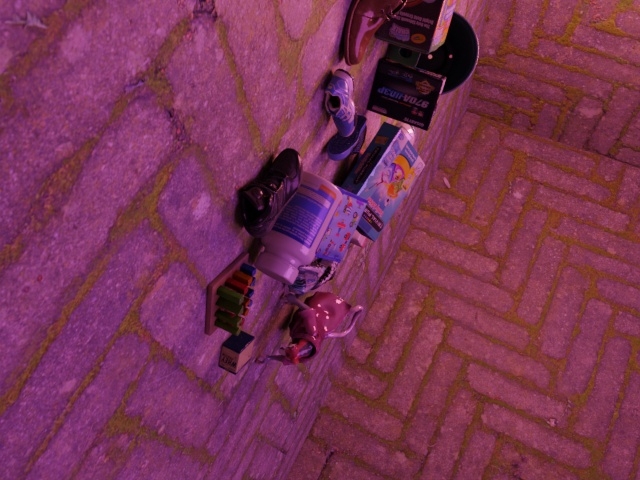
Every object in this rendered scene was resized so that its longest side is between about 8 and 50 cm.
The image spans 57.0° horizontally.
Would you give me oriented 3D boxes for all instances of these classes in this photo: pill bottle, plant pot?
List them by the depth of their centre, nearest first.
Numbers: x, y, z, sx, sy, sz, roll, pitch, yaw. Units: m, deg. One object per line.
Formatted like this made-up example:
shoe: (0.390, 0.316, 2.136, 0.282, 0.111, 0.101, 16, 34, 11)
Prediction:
pill bottle: (-0.063, -0.030, 1.529, 0.272, 0.152, 0.152, -63, 164, -13)
plant pot: (0.381, -0.633, 2.012, 0.255, 0.271, 0.272, -69, 178, -76)

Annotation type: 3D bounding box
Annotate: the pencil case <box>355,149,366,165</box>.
pencil case: (0.152, -0.203, 2.108, 0.104, 0.104, 0.237, -31, 139, -65)

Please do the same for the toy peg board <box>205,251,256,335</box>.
toy peg board: (-0.202, 0.142, 1.442, 0.161, 0.079, 0.161, -48, 156, -50)

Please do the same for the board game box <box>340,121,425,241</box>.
board game box: (0.203, -0.194, 2.022, 0.336, 0.079, 0.253, -57, 143, -4)

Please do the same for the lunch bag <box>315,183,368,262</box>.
lunch bag: (-0.003, -0.066, 1.761, 0.293, 0.138, 0.221, 14, 102, -65)

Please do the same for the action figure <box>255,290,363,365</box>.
action figure: (-0.036, 0.321, 1.935, 0.370, 0.275, 0.248, -65, 179, -70)

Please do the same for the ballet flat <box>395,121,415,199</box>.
ballet flat: (0.309, -0.312, 2.465, 0.139, 0.139, 0.401, -55, 156, -36)

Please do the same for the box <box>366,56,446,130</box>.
box: (0.276, -0.475, 1.907, 0.051, 0.220, 0.175, -44, 153, -54)

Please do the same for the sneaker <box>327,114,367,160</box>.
sneaker: (0.086, -0.291, 1.791, 0.232, 0.081, 0.091, -54, 153, -43)

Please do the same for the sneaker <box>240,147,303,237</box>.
sneaker: (-0.112, -0.122, 1.356, 0.228, 0.087, 0.130, -59, 170, -9)

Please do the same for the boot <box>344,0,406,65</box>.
boot: (0.147, -0.593, 1.517, 0.306, 0.115, 0.112, -70, 166, 14)

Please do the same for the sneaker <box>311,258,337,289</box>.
sneaker: (0.010, 0.120, 2.118, 0.234, 0.078, 0.106, -53, 157, -47)

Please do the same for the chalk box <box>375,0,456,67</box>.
chalk box: (0.287, -0.671, 1.754, 0.179, 0.180, 0.289, -46, 155, -52)

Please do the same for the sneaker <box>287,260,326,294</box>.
sneaker: (-0.056, 0.115, 1.842, 0.122, 0.110, 0.283, -63, 164, -1)

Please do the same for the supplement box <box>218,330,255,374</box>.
supplement box: (-0.230, 0.306, 1.617, 0.083, 0.056, 0.083, -41, 150, -58)

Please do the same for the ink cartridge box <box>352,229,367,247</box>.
ink cartridge box: (0.154, -0.050, 2.377, 0.115, 0.067, 0.198, -65, 164, -5)

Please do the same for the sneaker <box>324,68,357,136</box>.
sneaker: (0.047, -0.360, 1.598, 0.081, 0.080, 0.211, -52, 150, -26)
